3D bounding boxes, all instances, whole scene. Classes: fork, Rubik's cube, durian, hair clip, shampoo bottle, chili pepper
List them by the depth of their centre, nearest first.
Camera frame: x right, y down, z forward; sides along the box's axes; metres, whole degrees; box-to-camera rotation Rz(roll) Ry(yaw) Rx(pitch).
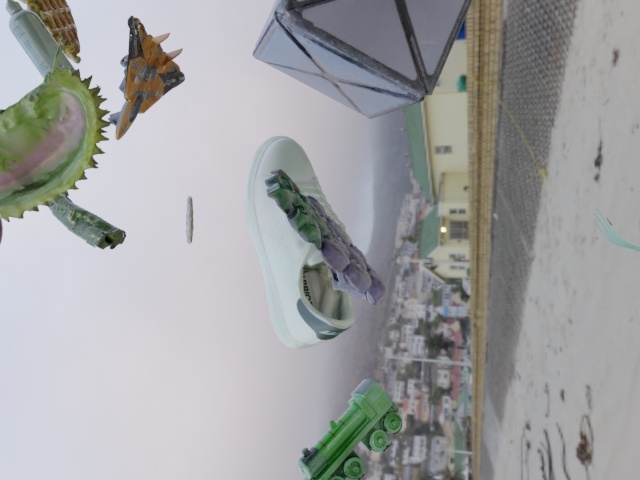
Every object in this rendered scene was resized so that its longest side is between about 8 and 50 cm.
[{"bbox_3d":[-0.001,0.001,0.588,0.195,0.052,0.124,47,-174,-41],"label":"hair clip"},{"bbox_3d":[0.066,-0.362,0.877,0.259,0.260,0.255,-153,86,-78],"label":"Rubik's cube"},{"bbox_3d":[0.524,0.027,0.893,0.235,0.021,0.039,48,168,37],"label":"fork"},{"bbox_3d":[-0.489,-0.146,0.912,0.157,0.355,0.169,59,-176,28],"label":"durian"},{"bbox_3d":[-0.496,-0.351,0.978,0.195,0.056,0.056,57,-157,-8],"label":"shampoo bottle"},{"bbox_3d":[-0.624,-0.076,1.376,0.085,0.359,0.076,-37,-31,-47],"label":"chili pepper"}]

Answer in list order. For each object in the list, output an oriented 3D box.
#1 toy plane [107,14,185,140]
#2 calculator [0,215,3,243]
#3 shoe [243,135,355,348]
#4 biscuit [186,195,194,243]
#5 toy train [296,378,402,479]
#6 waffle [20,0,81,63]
[{"bbox_3d":[-0.434,-0.357,1.340,0.204,0.103,0.316,49,-128,-47],"label":"toy plane"},{"bbox_3d":[-0.390,-0.008,0.405,0.194,0.294,0.043,-65,19,-6],"label":"calculator"},{"bbox_3d":[-0.023,-0.013,0.904,0.132,0.160,0.363,-2,-101,-34],"label":"shoe"},{"bbox_3d":[-0.393,-0.061,1.704,0.152,0.020,0.152,180,90,-74],"label":"biscuit"},{"bbox_3d":[0.059,0.400,1.137,0.251,0.085,0.119,-39,-82,-27],"label":"toy train"},{"bbox_3d":[-0.600,-0.511,1.229,0.243,0.059,0.238,68,-179,-75],"label":"waffle"}]
